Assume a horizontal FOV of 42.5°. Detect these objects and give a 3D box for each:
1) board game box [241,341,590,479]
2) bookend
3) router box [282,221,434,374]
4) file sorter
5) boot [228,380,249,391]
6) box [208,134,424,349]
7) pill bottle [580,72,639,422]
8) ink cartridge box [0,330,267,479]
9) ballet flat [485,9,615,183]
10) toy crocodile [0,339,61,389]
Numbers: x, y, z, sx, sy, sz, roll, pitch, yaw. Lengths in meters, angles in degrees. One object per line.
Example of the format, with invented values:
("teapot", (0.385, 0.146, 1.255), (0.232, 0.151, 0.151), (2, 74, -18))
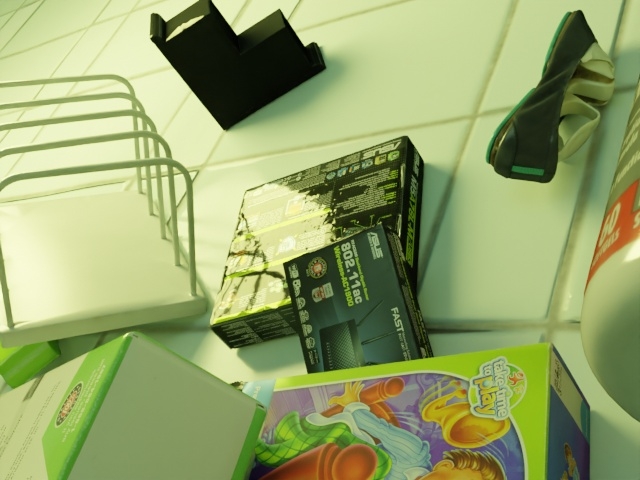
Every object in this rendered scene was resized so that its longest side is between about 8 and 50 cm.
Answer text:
("board game box", (0.024, 0.233, 0.460), (0.234, 0.078, 0.347), (-13, 43, 30))
("bookend", (-0.103, -0.246, 1.023), (0.156, 0.157, 0.072), (-30, 37, 13))
("router box", (0.029, 0.059, 0.637), (0.092, 0.038, 0.122), (-23, 67, 20))
("file sorter", (-0.251, -0.048, 0.856), (0.193, 0.173, 0.277), (-9, 30, -21))
("boot", (-0.087, 0.164, 0.660), (0.121, 0.045, 0.099), (-7, 43, 45))
("box", (0.000, 0.000, 0.765), (0.191, 0.045, 0.184), (-17, 43, 25))
("pill bottle", (0.283, -0.068, 0.455), (0.210, 0.210, 0.362), (-4, 48, 38))
("ink cartridge box", (-0.179, 0.197, 0.567), (0.273, 0.115, 0.198), (-26, 37, 50))
("ballet flat", (0.210, -0.122, 0.705), (0.074, 0.074, 0.203), (2, 46, 42))
("toy crocodile", (-0.371, 0.060, 0.982), (0.115, 0.105, 0.340), (-42, 41, -6))
